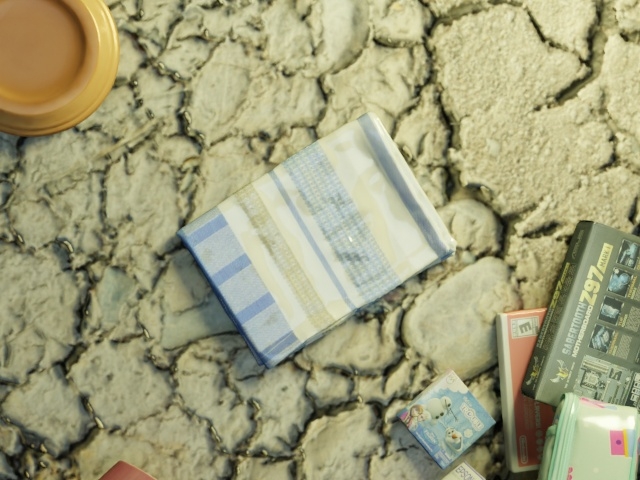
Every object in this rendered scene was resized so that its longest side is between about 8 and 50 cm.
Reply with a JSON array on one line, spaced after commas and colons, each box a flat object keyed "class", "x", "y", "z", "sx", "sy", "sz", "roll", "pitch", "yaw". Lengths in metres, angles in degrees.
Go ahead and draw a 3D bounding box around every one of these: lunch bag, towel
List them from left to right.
[{"class": "towel", "x": 0.000, "y": 0.000, "z": 1.523, "sx": 0.285, "sy": 0.034, "sz": 0.209, "roll": -32, "pitch": 99, "yaw": -7}, {"class": "lunch bag", "x": 0.298, "y": 0.300, "z": 1.454, "sx": 0.108, "sy": 0.279, "sz": 0.224, "roll": 8, "pitch": 68, "yaw": 10}]

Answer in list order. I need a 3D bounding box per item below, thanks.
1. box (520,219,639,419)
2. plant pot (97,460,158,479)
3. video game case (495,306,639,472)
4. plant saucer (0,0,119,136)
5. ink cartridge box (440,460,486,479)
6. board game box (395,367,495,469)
[{"class": "box", "x": 0.370, "y": 0.111, "z": 1.565, "sx": 0.183, "sy": 0.059, "sz": 0.232, "roll": 19, "pitch": 88, "yaw": -12}, {"class": "plant pot", "x": -0.228, "y": 0.358, "z": 1.437, "sx": 0.201, "sy": 0.201, "sz": 0.180, "roll": 38, "pitch": 71, "yaw": -12}, {"class": "video game case", "x": 0.367, "y": 0.176, "z": 1.615, "sx": 0.285, "sy": 0.025, "sz": 0.204, "roll": -6, "pitch": 96, "yaw": -11}, {"class": "plant saucer", "x": -0.327, "y": -0.217, "z": 1.430, "sx": 0.200, "sy": 0.037, "sz": 0.199, "roll": 0, "pitch": 92, "yaw": -9}, {"class": "ink cartridge box", "x": 0.130, "y": 0.363, "z": 1.491, "sx": 0.208, "sy": 0.206, "sz": 0.045, "roll": -34, "pitch": 106, "yaw": -6}, {"class": "board game box", "x": 0.156, "y": 0.221, "z": 1.578, "sx": 0.090, "sy": 0.020, "sz": 0.090, "roll": -42, "pitch": 101, "yaw": -7}]
